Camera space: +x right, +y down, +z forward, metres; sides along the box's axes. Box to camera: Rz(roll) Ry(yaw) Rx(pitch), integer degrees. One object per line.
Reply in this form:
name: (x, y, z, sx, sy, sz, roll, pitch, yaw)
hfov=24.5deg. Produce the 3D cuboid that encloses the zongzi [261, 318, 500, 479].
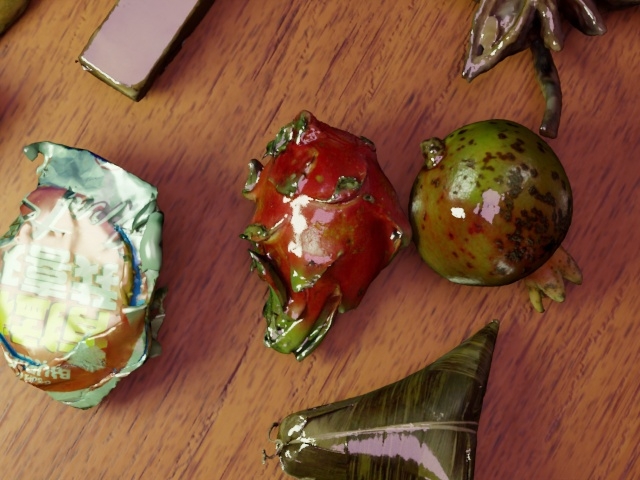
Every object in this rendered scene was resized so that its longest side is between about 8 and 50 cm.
zongzi: (0.073, 0.184, 1.728, 0.247, 0.111, 0.241, 11, 67, 5)

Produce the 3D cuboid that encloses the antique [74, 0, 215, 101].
antique: (-0.168, -0.309, 1.754, 0.087, 0.093, 0.310, 33, 85, 1)

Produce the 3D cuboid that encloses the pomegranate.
pomegranate: (0.200, -0.019, 1.711, 0.198, 0.198, 0.246, -17, 126, -3)

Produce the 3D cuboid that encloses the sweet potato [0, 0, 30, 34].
sweet potato: (-0.399, -0.274, 1.759, 0.075, 0.075, 0.269, 37, 100, 2)

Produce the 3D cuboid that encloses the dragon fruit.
dragon fruit: (-0.020, -0.008, 1.700, 0.200, 0.198, 0.269, 38, 103, -5)

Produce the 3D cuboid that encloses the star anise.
star anise: (0.266, -0.307, 1.757, 0.292, 0.109, 0.349, -33, 71, 2)

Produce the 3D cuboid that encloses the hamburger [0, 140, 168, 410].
hamburger: (-0.268, 0.035, 1.712, 0.260, 0.150, 0.276, 40, 101, 19)
